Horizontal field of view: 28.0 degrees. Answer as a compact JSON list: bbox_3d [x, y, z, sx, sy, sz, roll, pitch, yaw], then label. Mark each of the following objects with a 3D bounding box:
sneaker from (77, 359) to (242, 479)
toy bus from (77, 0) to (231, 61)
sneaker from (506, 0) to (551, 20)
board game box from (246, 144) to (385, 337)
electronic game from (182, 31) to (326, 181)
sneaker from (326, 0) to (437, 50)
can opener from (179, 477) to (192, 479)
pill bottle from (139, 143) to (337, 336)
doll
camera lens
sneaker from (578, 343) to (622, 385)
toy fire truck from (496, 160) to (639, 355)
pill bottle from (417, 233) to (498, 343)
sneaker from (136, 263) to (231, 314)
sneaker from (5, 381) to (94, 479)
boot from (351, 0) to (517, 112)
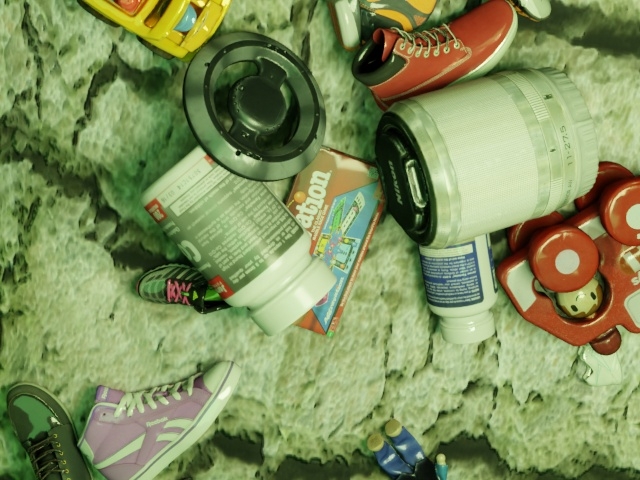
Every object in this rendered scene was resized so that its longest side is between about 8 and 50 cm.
[{"bbox_3d":[-0.262,0.258,1.996,0.282,0.102,0.161,-44,101,8],"label":"sneaker"},{"bbox_3d":[-0.237,-0.344,1.776,0.220,0.211,0.149,32,99,-13],"label":"toy bus"},{"bbox_3d":[0.283,-0.445,1.850,0.121,0.099,0.262,-32,106,0],"label":"sneaker"},{"bbox_3d":[0.000,0.000,1.982,0.145,0.027,0.281,19,103,-8],"label":"board game box"},{"bbox_3d":[-0.093,-0.194,1.853,0.229,0.048,0.229,10,69,-27],"label":"electronic game"},{"bbox_3d":[0.080,-0.443,1.831,0.180,0.124,0.321,-16,117,-4],"label":"sneaker"},{"bbox_3d":[-0.279,0.446,2.067,0.186,0.073,0.059,-26,98,-7],"label":"can opener"},{"bbox_3d":[-0.118,-0.006,1.883,0.161,0.161,0.283,-40,96,6],"label":"pill bottle"},{"bbox_3d":[0.147,0.383,2.087,0.129,0.046,0.189,-38,111,-4],"label":"doll"},{"bbox_3d":[0.231,-0.121,1.847,0.274,0.219,0.219,-17,106,-15],"label":"camera lens"},{"bbox_3d":[0.443,0.166,2.048,0.061,0.053,0.152,-10,106,1],"label":"sneaker"},{"bbox_3d":[0.437,0.041,1.947,0.302,0.169,0.254,-34,105,2],"label":"toy fire truck"},{"bbox_3d":[0.214,0.058,1.970,0.112,0.112,0.186,-11,105,-1],"label":"pill bottle"},{"bbox_3d":[-0.197,0.076,1.962,0.170,0.075,0.063,3,105,-5],"label":"sneaker"},{"bbox_3d":[-0.420,0.327,1.990,0.083,0.118,0.222,-27,106,3],"label":"sneaker"},{"bbox_3d":[0.165,-0.286,1.840,0.244,0.088,0.176,-38,149,7],"label":"boot"}]
